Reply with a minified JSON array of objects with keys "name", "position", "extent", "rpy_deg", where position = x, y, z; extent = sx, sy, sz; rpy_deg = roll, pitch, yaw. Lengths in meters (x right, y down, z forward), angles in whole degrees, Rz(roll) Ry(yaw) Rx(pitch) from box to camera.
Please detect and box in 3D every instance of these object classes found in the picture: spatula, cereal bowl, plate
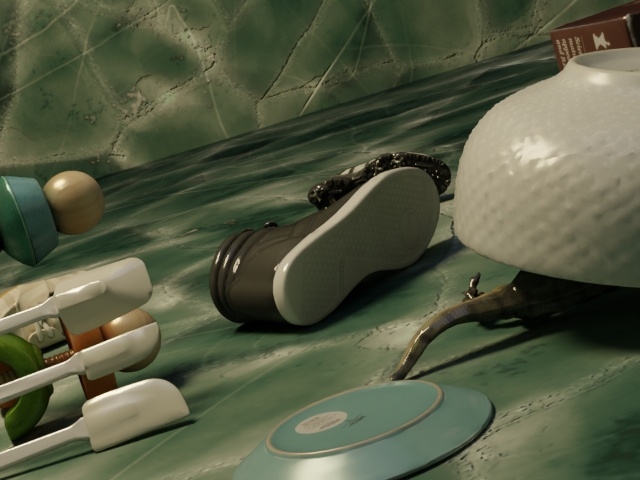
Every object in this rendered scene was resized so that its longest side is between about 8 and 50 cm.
[{"name":"spatula","position":[-0.244,0.118,1.260],"extent":[0.242,0.168,0.019],"rpy_deg":[-21,-26,0]},{"name":"cereal bowl","position":[0.273,-0.073,1.175],"extent":[0.339,0.141,0.339],"rpy_deg":[-2,14,0]},{"name":"plate","position":[0.026,0.131,1.037],"extent":[0.188,0.024,0.188],"rpy_deg":[-16,11,3]}]

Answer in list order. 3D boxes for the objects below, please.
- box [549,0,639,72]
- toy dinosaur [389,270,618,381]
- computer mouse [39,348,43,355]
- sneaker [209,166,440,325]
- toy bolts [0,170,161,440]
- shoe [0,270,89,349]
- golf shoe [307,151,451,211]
[{"name":"box","position":[0.452,-0.195,1.622],"extent":[0.381,0.191,0.143],"rpy_deg":[-21,11,-28]},{"name":"toy dinosaur","position":[0.168,0.038,1.209],"extent":[0.268,0.064,0.118],"rpy_deg":[-21,17,-3]},{"name":"computer mouse","position":[-0.383,0.146,1.570],"extent":[0.193,0.042,0.106],"rpy_deg":[-11,13,31]},{"name":"sneaker","position":[0.000,0.000,1.541],"extent":[0.147,0.104,0.296],"rpy_deg":[-2,22,40]},{"name":"toy bolts","position":[-0.256,0.048,1.401],"extent":[0.158,0.228,0.218],"rpy_deg":[-20,3,-14]},{"name":"shoe","position":[-0.305,0.077,1.715],"extent":[0.058,0.076,0.219],"rpy_deg":[-16,7,35]},{"name":"golf shoe","position":[0.083,-0.077,1.906],"extent":[0.198,0.077,0.094],"rpy_deg":[-10,12,29]}]
